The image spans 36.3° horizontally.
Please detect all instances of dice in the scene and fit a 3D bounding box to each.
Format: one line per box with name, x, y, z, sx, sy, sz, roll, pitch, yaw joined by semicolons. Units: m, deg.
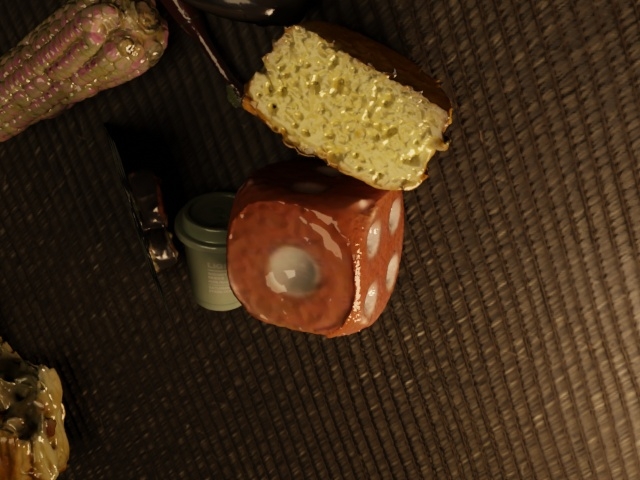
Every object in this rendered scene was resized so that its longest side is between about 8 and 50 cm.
dice;0.000;0.000;1.181;0.175;0.179;0.173;11;117;23

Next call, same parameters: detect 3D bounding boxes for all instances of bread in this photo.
bread;0.043;-0.163;1.111;0.229;0.139;0.143;31;121;0
bread;-0.573;0.230;1.514;0.370;0.191;0.314;-3;105;11

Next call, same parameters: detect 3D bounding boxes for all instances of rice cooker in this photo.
rice cooker;-0.103;-0.313;1.107;0.203;0.142;0.118;26;107;10

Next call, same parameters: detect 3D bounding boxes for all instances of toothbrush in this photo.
toothbrush;-0.191;-0.319;1.198;0.041;0.041;0.364;-28;99;30

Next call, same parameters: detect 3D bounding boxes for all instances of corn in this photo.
corn;-0.337;-0.226;1.259;0.335;0.126;0.126;-21;103;32

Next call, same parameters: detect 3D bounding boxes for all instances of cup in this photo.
cup;-0.128;0.017;1.281;0.120;0.120;0.141;13;126;17

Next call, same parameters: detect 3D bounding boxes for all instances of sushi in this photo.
sushi;-0.219;-0.037;1.270;0.047;0.219;0.231;-18;108;-12
